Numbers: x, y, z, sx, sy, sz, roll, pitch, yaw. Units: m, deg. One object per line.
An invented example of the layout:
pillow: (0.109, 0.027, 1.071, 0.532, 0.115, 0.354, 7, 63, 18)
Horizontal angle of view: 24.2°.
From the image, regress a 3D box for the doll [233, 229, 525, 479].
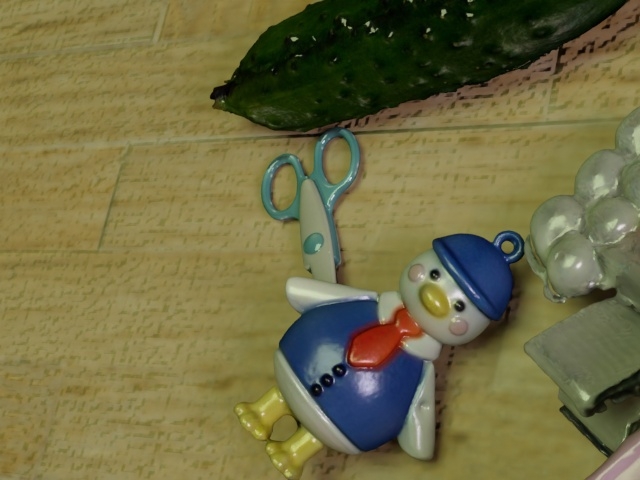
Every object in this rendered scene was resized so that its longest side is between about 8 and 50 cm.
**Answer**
doll: (0.030, 0.044, 0.635, 0.143, 0.057, 0.099, -38, 78, 6)

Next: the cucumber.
cucumber: (0.041, -0.097, 0.691, 0.227, 0.069, 0.069, -18, 59, 32)

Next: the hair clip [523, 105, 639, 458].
hair clip: (0.168, -0.013, 0.573, 0.220, 0.054, 0.140, -47, 43, 3)

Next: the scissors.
scissors: (0.000, 0.000, 0.702, 0.058, 0.014, 0.119, -27, 52, 23)

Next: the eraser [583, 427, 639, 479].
eraser: (0.208, 0.135, 0.420, 0.359, 0.122, 0.272, -42, 51, 11)
